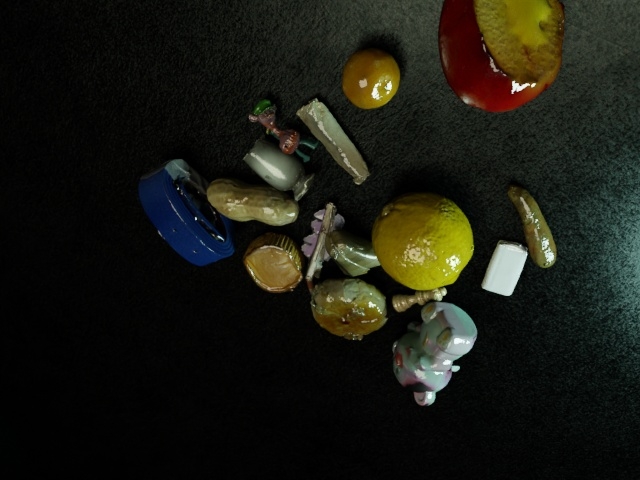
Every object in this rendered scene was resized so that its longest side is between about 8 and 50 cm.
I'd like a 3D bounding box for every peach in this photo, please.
[{"bbox_3d":[0.399,-0.465,1.461,0.281,0.281,0.338,11,127,12],"label":"peach"}]

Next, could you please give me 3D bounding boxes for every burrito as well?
[{"bbox_3d":[0.044,-0.272,1.843,0.082,0.059,0.275,-25,112,44],"label":"burrito"}]

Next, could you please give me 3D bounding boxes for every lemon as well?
[{"bbox_3d":[0.280,0.000,1.824,0.293,0.293,0.293,9,126,13],"label":"lemon"}]

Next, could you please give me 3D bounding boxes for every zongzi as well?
[{"bbox_3d":[0.127,0.022,1.978,0.197,0.099,0.194,-18,146,21],"label":"zongzi"}]

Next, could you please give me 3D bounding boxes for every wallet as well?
[{"bbox_3d":[0.539,0.080,1.934,0.095,0.033,0.190,16,128,6],"label":"wallet"}]

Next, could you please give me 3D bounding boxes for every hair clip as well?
[{"bbox_3d":[0.000,0.000,2.040,0.106,0.084,0.292,22,123,9],"label":"hair clip"}]

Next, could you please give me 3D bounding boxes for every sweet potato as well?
[{"bbox_3d":[0.583,-0.039,1.814,0.075,0.075,0.273,-17,114,28],"label":"sweet potato"}]

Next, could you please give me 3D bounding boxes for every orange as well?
[{"bbox_3d":[0.122,-0.408,1.667,0.134,0.155,0.154,34,138,40],"label":"orange"}]

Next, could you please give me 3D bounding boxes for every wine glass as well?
[{"bbox_3d":[-0.117,-0.208,1.908,0.204,0.111,0.111,37,127,-10],"label":"wine glass"}]

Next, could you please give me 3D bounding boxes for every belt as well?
[{"bbox_3d":[-0.399,-0.083,2.032,0.117,0.212,0.347,-20,119,30],"label":"belt"}]

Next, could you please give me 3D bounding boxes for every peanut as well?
[{"bbox_3d":[-0.204,-0.113,1.997,0.290,0.130,0.130,11,127,13],"label":"peanut"}]

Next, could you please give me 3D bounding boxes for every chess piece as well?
[{"bbox_3d":[0.311,0.177,2.068,0.172,0.060,0.060,-18,116,28],"label":"chess piece"}]

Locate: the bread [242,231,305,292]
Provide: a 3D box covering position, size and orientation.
[{"bbox_3d":[-0.144,0.067,2.118,0.199,0.104,0.199,7,126,9],"label":"bread"}]

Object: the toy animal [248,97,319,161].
[{"bbox_3d":[-0.104,-0.304,1.862,0.208,0.100,0.103,35,168,-8],"label":"toy animal"}]

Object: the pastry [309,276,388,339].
[{"bbox_3d":[0.090,0.218,2.099,0.257,0.121,0.236,11,143,1],"label":"pastry"}]

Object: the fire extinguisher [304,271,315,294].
[{"bbox_3d":[-0.036,0.140,2.182,0.028,0.022,0.083,19,135,45],"label":"fire extinguisher"}]

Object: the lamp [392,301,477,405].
[{"bbox_3d":[0.365,0.345,2.089,0.247,0.247,0.301,7,129,-36],"label":"lamp"}]
